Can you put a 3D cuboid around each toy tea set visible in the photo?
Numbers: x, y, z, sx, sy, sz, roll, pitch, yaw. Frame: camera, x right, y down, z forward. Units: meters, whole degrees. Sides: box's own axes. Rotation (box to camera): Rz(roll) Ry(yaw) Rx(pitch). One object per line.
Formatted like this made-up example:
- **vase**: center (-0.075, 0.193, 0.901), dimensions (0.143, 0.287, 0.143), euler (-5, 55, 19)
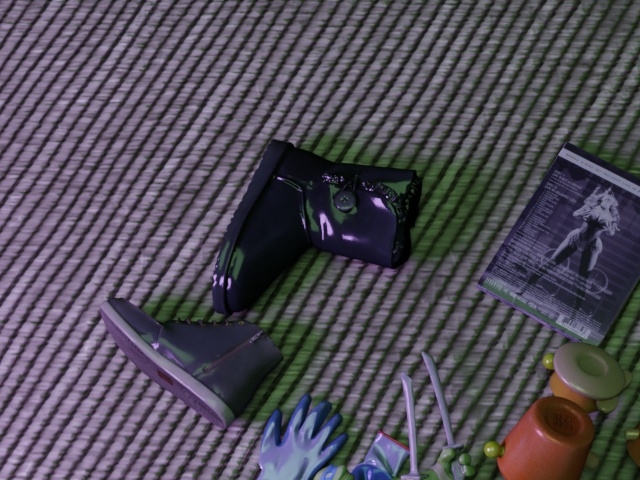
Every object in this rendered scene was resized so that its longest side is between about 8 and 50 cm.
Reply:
- **toy tea set**: center (0.350, 0.270, 1.530), dimensions (0.336, 0.124, 0.200), euler (36, 42, 20)

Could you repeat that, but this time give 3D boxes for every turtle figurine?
- **turtle figurine**: center (0.142, 0.280, 1.482), dimensions (0.266, 0.198, 0.274), euler (37, 75, 8)

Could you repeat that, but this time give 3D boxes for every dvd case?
- **dvd case**: center (0.317, 0.005, 1.669), dimensions (0.165, 0.018, 0.221), euler (29, 76, 17)

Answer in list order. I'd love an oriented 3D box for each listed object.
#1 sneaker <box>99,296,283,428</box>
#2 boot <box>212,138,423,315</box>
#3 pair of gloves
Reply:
- **sneaker**: center (-0.157, 0.120, 1.657), dimensions (0.222, 0.083, 0.118), euler (37, 66, 17)
- **boot**: center (0.000, 0.000, 1.665), dimensions (0.207, 0.094, 0.246), euler (15, 66, 16)
- **pair of gloves**: center (0.014, 0.277, 1.597), dimensions (0.198, 0.023, 0.159), euler (27, 73, 11)
